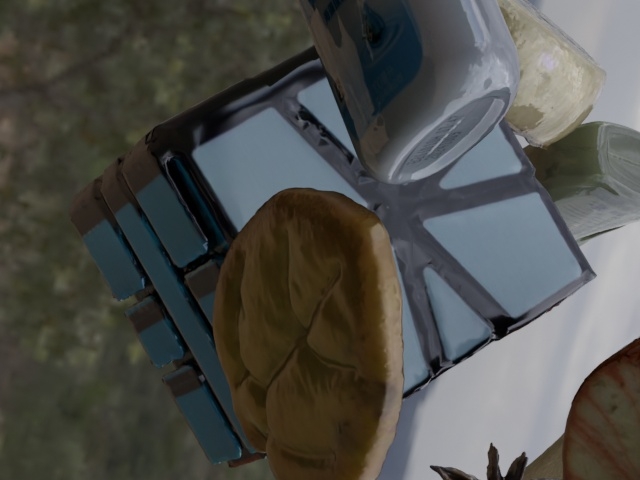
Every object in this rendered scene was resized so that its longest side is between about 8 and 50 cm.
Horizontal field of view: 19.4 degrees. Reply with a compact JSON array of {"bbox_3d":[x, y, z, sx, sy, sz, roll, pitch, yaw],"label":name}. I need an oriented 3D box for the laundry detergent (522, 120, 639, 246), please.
[{"bbox_3d":[0.266,-0.045,2.088,0.253,0.181,0.091,-26,-124,47],"label":"laundry detergent"}]

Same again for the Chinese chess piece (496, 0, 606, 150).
[{"bbox_3d":[0.170,-0.205,1.902,0.104,0.257,0.257,-50,-177,12],"label":"Chinese chess piece"}]

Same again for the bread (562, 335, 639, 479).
[{"bbox_3d":[0.327,0.185,1.353,0.114,0.328,0.295,-29,110,-40],"label":"bread"}]

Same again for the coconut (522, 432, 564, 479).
[{"bbox_3d":[0.318,0.346,1.867,0.346,0.346,0.360,84,2,-83],"label":"coconut"}]

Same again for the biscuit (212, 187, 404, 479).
[{"bbox_3d":[-0.009,0.063,1.201,0.203,0.041,0.260,69,-28,24],"label":"biscuit"}]

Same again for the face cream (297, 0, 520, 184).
[{"bbox_3d":[0.025,-0.213,1.223,0.163,0.080,0.336,-46,-120,56],"label":"face cream"}]

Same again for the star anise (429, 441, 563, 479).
[{"bbox_3d":[0.178,0.243,1.743,0.056,0.129,0.124,-109,-178,-78],"label":"star anise"}]

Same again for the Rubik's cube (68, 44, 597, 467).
[{"bbox_3d":[0.000,0.000,1.567,0.293,0.288,0.283,-32,-177,-26],"label":"Rubik's cube"}]
